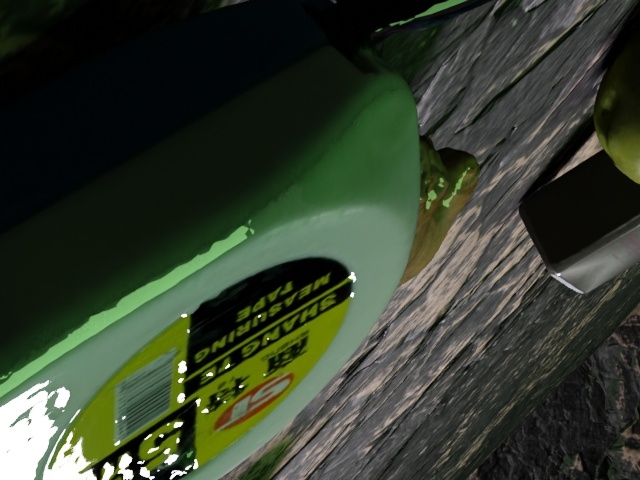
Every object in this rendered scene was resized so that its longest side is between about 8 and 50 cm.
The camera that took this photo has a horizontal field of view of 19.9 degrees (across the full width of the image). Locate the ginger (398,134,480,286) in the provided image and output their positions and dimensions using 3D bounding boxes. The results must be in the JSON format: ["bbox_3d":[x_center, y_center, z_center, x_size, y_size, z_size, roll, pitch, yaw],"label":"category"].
[{"bbox_3d":[0.003,-0.004,0.910,0.137,0.074,0.213,-51,161,23],"label":"ginger"}]

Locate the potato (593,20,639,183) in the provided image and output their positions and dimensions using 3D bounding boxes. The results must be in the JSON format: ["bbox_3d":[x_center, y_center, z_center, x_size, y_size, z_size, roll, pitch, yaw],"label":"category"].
[{"bbox_3d":[0.311,-0.133,1.358,0.253,0.148,0.186,-30,145,-29],"label":"potato"}]

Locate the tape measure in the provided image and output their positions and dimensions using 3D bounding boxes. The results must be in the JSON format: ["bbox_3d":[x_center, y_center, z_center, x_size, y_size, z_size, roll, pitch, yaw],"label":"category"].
[{"bbox_3d":[-0.013,-0.018,0.645,0.351,0.098,0.215,-31,157,-21],"label":"tape measure"}]

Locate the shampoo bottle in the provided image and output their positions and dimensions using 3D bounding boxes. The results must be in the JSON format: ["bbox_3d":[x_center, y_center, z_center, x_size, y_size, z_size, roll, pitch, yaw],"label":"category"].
[{"bbox_3d":[0.289,-0.053,1.504,0.246,0.079,0.080,-33,152,18],"label":"shampoo bottle"}]
